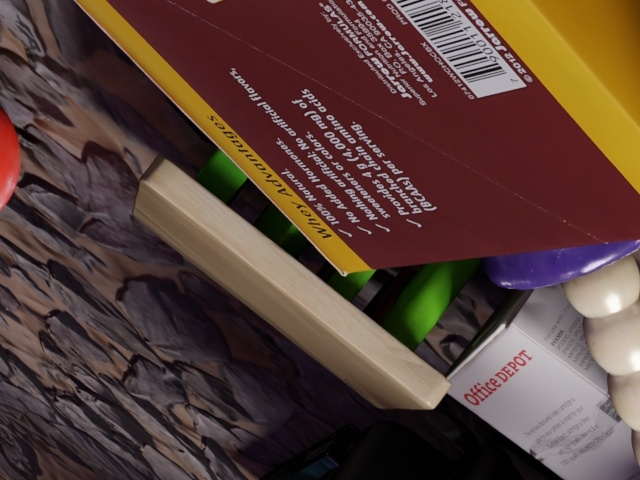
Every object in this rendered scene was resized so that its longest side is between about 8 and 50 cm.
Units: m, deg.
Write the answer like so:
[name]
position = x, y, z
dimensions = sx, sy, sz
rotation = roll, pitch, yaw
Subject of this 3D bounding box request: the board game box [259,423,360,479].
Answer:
[board game box]
position = 0.030, 0.182, 1.221
dimensions = 0.126, 0.026, 0.186
rotation = 39, 156, -4

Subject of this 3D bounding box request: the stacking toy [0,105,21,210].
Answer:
[stacking toy]
position = -0.256, -0.109, 0.966
dimensions = 0.141, 0.141, 0.330
rotation = 21, 155, 33

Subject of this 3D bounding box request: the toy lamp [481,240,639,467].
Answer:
[toy lamp]
position = 0.127, 0.064, 0.737
dimensions = 0.080, 0.080, 0.274
rotation = -2, 115, 56

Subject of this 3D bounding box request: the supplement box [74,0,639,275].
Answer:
[supplement box]
position = 0.031, -0.103, 0.571
dimensions = 0.191, 0.129, 0.194
rotation = 46, 155, -20

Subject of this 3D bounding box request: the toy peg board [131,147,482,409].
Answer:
[toy peg board]
position = 0.000, 0.000, 0.895
dimensions = 0.161, 0.079, 0.160
rotation = 39, 172, -2

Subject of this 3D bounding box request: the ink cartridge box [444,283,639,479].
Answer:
[ink cartridge box]
position = 0.133, 0.071, 0.838
dimensions = 0.135, 0.056, 0.099
rotation = 37, 155, 1

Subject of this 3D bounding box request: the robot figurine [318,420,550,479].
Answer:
[robot figurine]
position = 0.104, 0.222, 1.005
dimensions = 0.278, 0.173, 0.209
rotation = 38, 179, 0
